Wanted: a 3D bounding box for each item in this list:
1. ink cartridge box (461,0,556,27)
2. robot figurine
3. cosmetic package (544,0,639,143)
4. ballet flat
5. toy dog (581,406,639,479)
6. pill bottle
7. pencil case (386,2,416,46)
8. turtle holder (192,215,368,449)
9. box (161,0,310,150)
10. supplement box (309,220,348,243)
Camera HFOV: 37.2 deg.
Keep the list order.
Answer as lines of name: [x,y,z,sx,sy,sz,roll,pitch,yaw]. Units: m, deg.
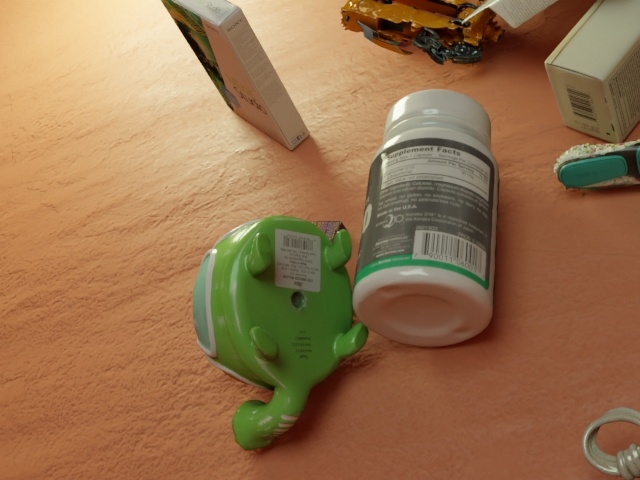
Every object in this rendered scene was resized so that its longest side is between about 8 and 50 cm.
ink cartridge box: [0.443,-0.481,1.610,0.324,0.071,0.330,-42,8,-33]
robot figurine: [0.197,-0.412,1.749,0.291,0.085,0.211,22,63,14]
cosmetic package: [0.505,-0.323,1.514,0.113,0.160,0.309,29,71,41]
ballet flat: [0.475,-0.125,1.435,0.241,0.091,0.077,1,34,24]
toy dog: [0.486,0.287,1.095,0.333,0.161,0.220,-24,49,30]
pill bottle: [0.167,-0.040,1.446,0.204,0.204,0.361,-7,53,24]
pencil case: [0.154,-0.455,1.864,0.070,0.064,0.152,2,56,21]
turtle holder: [-0.072,0.128,1.452,0.243,0.320,0.227,-29,10,-41]
box: [-0.162,-0.329,1.760,0.058,0.322,0.232,-42,47,-12]
supplement box: [0.000,0.000,1.612,0.083,0.043,0.055,1,56,29]
